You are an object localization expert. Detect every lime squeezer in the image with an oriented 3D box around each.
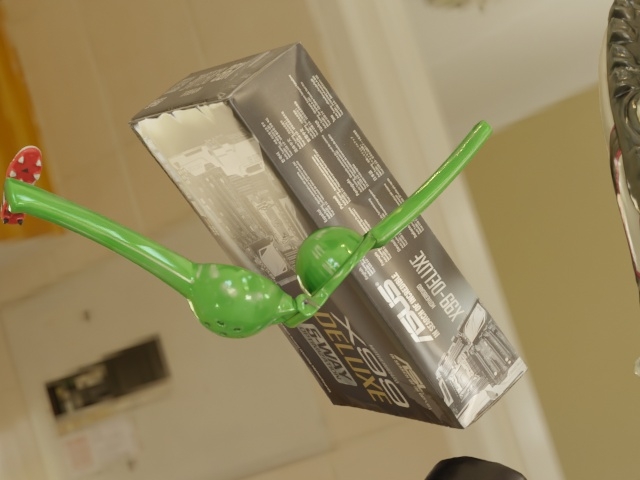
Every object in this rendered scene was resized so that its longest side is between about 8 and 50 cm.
[{"bbox_3d":[-0.024,0.001,0.990,0.310,0.110,0.059,-9,-30,-23],"label":"lime squeezer"}]

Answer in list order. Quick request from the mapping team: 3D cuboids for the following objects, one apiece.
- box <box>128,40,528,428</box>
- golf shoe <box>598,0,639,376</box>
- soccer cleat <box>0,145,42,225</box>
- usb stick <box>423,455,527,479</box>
[{"bbox_3d":[0.000,0.000,1.313,0.076,0.307,0.242,-40,15,-18],"label":"box"},{"bbox_3d":[0.165,0.021,0.714,0.105,0.273,0.120,-6,-20,-26],"label":"golf shoe"},{"bbox_3d":[-0.256,-0.051,1.429,0.029,0.035,0.083,6,-53,-20],"label":"soccer cleat"},{"bbox_3d":[0.055,0.217,1.035,0.077,0.045,0.278,7,26,25],"label":"usb stick"}]
